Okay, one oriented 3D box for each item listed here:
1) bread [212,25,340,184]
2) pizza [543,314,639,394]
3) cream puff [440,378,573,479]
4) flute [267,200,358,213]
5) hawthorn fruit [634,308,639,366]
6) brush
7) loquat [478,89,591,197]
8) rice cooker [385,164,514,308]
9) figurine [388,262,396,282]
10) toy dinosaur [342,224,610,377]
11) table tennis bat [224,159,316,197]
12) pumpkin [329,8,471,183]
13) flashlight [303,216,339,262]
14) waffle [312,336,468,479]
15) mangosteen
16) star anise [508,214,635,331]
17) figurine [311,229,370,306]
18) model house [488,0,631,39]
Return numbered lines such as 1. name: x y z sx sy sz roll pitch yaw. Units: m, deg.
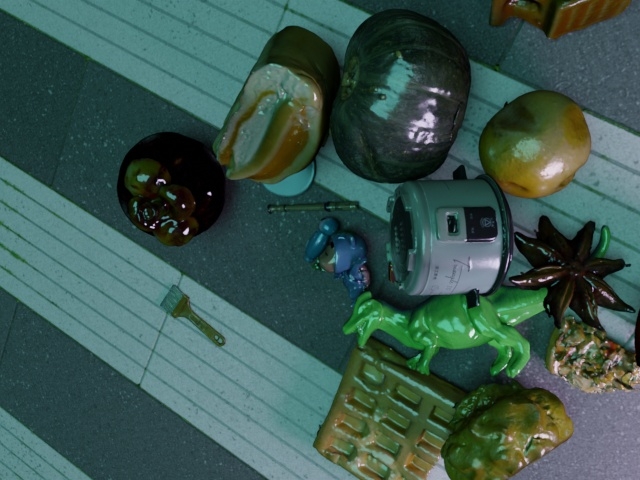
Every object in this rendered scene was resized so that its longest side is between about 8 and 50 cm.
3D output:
1. bread: -0.073 -0.290 1.295 0.210 0.341 0.300 29 125 -15
2. pizza: 0.572 0.256 1.242 0.226 0.069 0.147 36 109 13
3. cream puff: 0.373 0.396 1.263 0.282 0.282 0.185 -43 65 23
4. flute: -0.019 -0.079 1.447 0.233 0.027 0.027 0 100 22
5. hawthorn fruit: 0.685 0.159 1.106 0.216 0.215 0.249 1 87 22
6. brush: -0.344 0.216 1.644 0.218 0.010 0.082 39 112 11
7. loquat: 0.406 -0.186 1.158 0.213 0.213 0.212 4 101 22
8. rice cooker: 0.256 -0.008 1.170 0.227 0.241 0.280 -1 76 -7
9. figurine: 0.206 0.018 1.316 0.098 0.082 0.154 8 62 17
10. toy dinosaur: 0.325 0.095 1.309 0.375 0.144 0.499 34 96 15
11. table tennis bat: -0.123 -0.179 1.468 0.238 0.038 0.148 1 102 18
12. pumpkin: 0.152 -0.278 1.199 0.258 0.291 0.327 13 124 -17
13. flashlight: 0.000 0.000 1.442 0.051 0.051 0.129 35 114 13
14. waffle: 0.155 0.440 1.445 0.304 0.077 0.348 27 109 17
15. mangosteen: -0.368 -0.120 1.443 0.233 0.288 0.287 18 106 24
16. star anise: 0.469 0.072 1.166 0.272 0.272 0.102 40 151 11
17. figurine: 0.049 0.066 1.403 0.145 0.114 0.178 -15 103 14
18. model house: 0.446 -0.482 1.080 0.239 0.268 0.173 28 89 14
